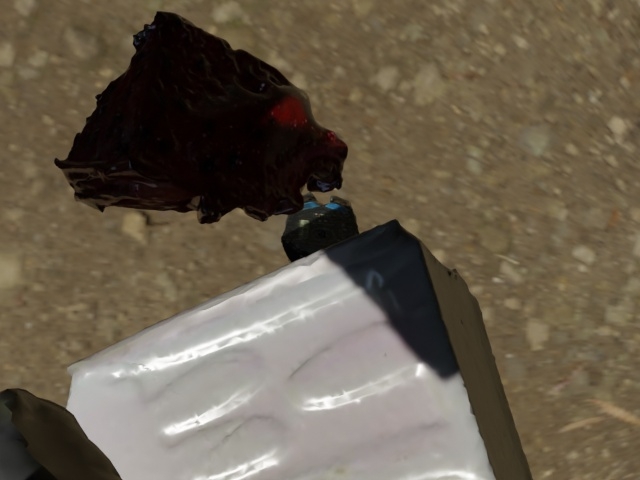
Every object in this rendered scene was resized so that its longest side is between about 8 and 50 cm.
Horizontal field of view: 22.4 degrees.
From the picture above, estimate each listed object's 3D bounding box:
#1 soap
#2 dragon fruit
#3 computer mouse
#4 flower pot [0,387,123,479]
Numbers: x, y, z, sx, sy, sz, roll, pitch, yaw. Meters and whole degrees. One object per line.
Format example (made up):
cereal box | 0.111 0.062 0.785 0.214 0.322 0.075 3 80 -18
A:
soap | 0.012 0.250 1.275 0.350 0.213 0.435 -20 68 4
dragon fruit | -0.041 -0.036 0.741 0.063 0.131 0.097 32 96 57
computer mouse | 0.000 0.000 1.587 0.079 0.135 0.047 5 127 -2
flower pot | -0.193 0.141 0.319 0.283 0.299 0.299 -46 73 17
